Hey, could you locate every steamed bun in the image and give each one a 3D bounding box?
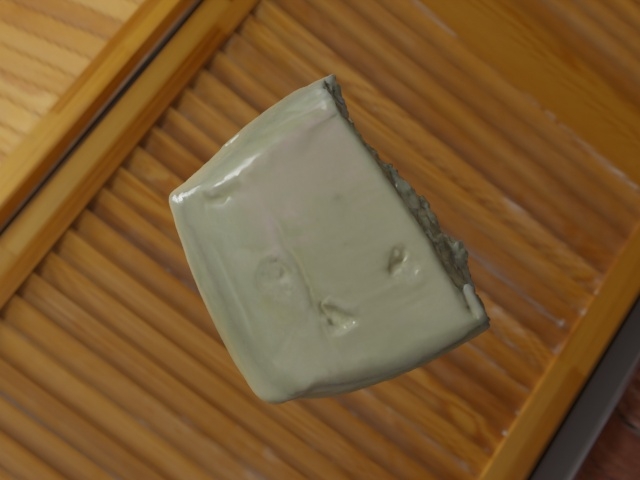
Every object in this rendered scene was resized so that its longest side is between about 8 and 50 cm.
[{"bbox_3d":[0.000,0.000,0.846,0.170,0.200,0.225,-160,46,-88],"label":"steamed bun"}]
